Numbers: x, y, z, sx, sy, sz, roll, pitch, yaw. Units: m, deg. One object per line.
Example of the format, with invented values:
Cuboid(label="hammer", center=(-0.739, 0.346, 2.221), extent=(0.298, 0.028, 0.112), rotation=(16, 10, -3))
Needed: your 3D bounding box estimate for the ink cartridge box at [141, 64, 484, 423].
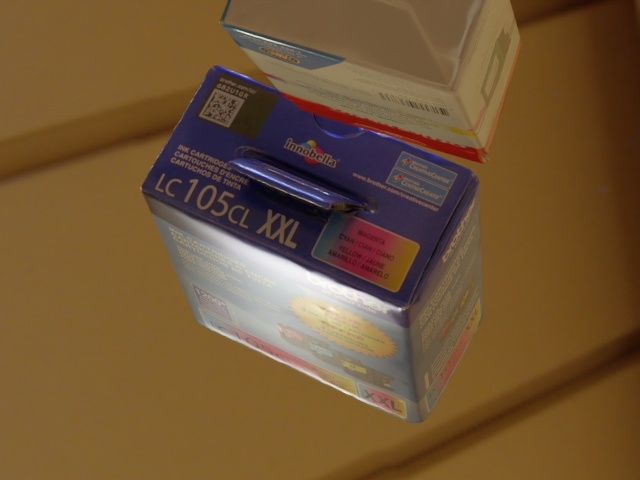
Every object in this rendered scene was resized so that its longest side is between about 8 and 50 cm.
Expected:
Cuboid(label="ink cartridge box", center=(0.000, 0.000, 1.672), extent=(0.151, 0.270, 0.395), rotation=(-61, -16, -20))

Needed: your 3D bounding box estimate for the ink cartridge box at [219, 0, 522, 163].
Cuboid(label="ink cartridge box", center=(0.039, -0.113, 1.046), extent=(0.231, 0.134, 0.078), rotation=(38, -110, -78))
